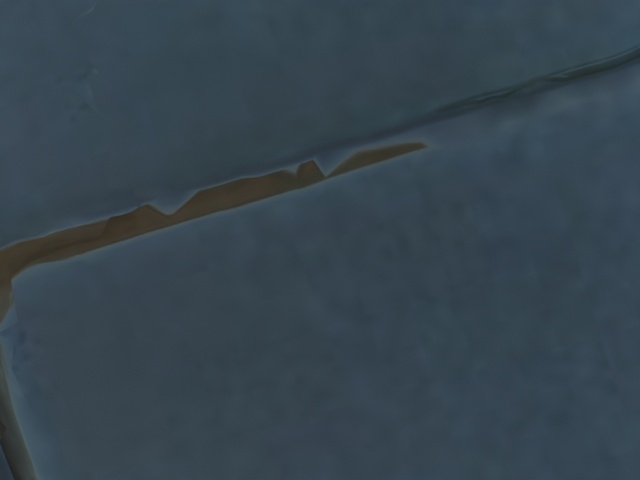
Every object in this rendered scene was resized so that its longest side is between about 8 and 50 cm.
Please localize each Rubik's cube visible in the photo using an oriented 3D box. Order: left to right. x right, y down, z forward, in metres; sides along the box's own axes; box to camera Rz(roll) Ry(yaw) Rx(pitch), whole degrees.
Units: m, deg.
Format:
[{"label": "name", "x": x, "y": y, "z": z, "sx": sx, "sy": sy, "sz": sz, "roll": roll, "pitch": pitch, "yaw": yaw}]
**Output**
[{"label": "Rubik's cube", "x": 0.000, "y": 0.000, "z": 0.483, "sx": 0.319, "sy": 0.316, "sz": 0.322, "roll": -17, "pitch": -168, "yaw": -2}]
